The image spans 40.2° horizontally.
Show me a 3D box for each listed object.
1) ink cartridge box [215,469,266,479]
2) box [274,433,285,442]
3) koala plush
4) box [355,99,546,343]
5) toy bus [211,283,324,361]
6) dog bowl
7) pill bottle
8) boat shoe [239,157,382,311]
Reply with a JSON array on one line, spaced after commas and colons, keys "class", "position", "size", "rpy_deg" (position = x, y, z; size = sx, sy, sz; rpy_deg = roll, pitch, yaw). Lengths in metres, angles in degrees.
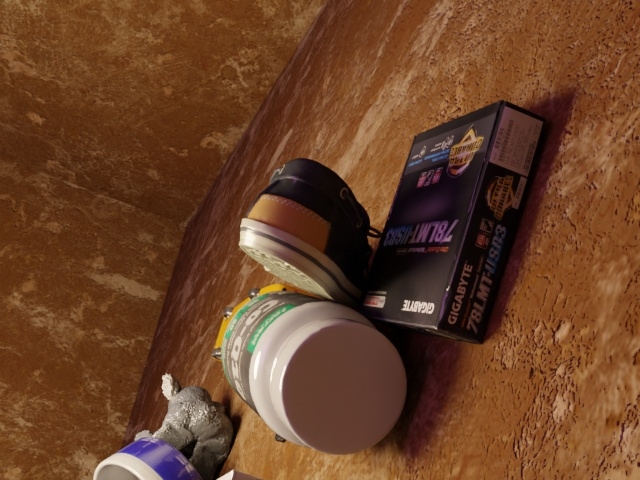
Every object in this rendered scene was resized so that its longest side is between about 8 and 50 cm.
[{"class": "ink cartridge box", "position": [-0.049, 0.376, 1.102], "size": [0.158, 0.218, 0.092], "rpy_deg": [-46, 28, 55]}, {"class": "box", "position": [-0.059, 0.315, 1.592], "size": [0.083, 0.018, 0.067], "rpy_deg": [-86, 22, -47]}, {"class": "koala plush", "position": [-0.291, 0.406, 1.980], "size": [0.203, 0.196, 0.221], "rpy_deg": [-52, 19, 16]}, {"class": "box", "position": [0.165, -0.019, 1.178], "size": [0.295, 0.073, 0.293], "rpy_deg": [176, 114, -74]}, {"class": "toy bus", "position": [-0.113, 0.179, 1.740], "size": [0.333, 0.130, 0.108], "rpy_deg": [143, 144, -62]}, {"class": "dog bowl", "position": [-0.340, 0.541, 1.790], "size": [0.104, 0.265, 0.265], "rpy_deg": [-28, -19, -45]}, {"class": "pill bottle", "position": [-0.017, 0.184, 1.275], "size": [0.204, 0.204, 0.361], "rpy_deg": [-70, 16, -5]}, {"class": "boat shoe", "position": [0.000, 0.000, 1.323], "size": [0.500, 0.187, 0.156], "rpy_deg": [57, -123, -77]}]
